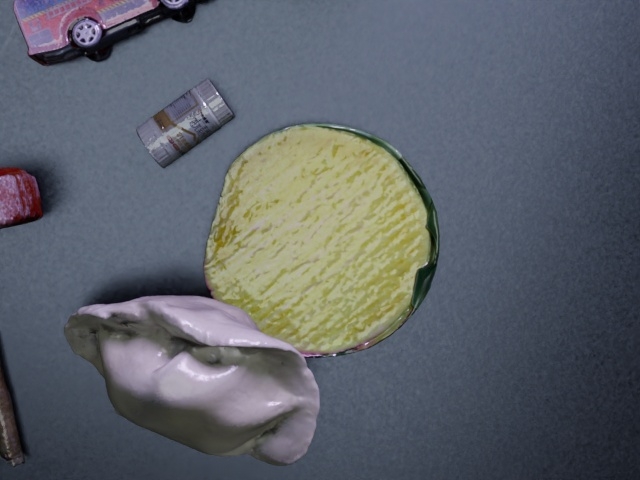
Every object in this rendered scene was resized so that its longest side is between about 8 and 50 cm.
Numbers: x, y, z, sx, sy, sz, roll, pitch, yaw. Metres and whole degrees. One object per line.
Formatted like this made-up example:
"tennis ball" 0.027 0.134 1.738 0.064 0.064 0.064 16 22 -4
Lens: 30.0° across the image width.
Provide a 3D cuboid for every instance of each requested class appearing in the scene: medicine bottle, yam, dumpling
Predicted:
"medicine bottle" -0.125 -0.109 1.106 0.083 0.047 0.047 -35 97 1
"yam" -0.311 0.154 1.135 0.033 0.027 0.130 -16 96 -40
"dumpling" -0.116 0.115 1.076 0.250 0.132 0.162 24 132 6

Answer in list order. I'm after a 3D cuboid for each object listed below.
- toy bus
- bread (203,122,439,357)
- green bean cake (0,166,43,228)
"toy bus" -0.180 -0.220 1.084 0.192 0.065 0.077 -24 90 0
"bread" 0.000 0.000 1.131 0.228 0.033 0.229 0 98 -3
"green bean cake" -0.324 -0.030 1.060 0.135 0.135 0.056 -11 96 -2
